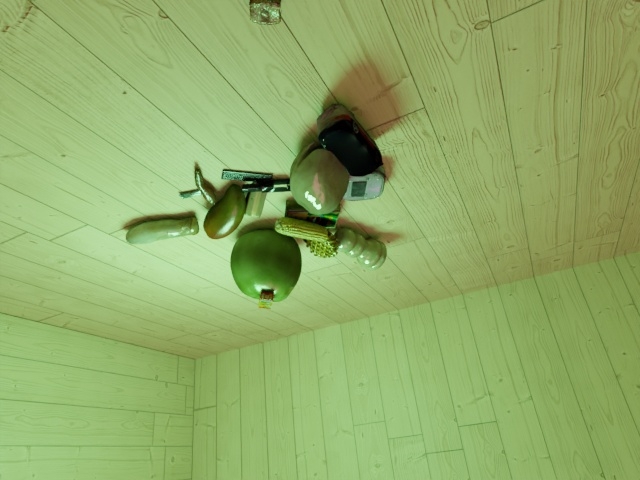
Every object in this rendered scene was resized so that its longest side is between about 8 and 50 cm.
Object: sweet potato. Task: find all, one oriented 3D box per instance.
[{"bbox_3d":[-0.464,-0.217,1.772,0.050,0.050,0.214,-9,146,5],"label":"sweet potato"}]

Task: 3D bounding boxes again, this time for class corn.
[{"bbox_3d":[-0.081,-0.049,1.992,0.249,0.081,0.081,11,147,-26],"label":"corn"}]

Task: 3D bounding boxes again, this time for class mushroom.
[{"bbox_3d":[-0.710,-0.041,2.007,0.352,0.094,0.123,-8,170,6],"label":"mushroom"}]

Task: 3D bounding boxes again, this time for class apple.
[{"bbox_3d":[-0.260,0.118,2.167,0.358,0.356,0.357,-5,152,-3],"label":"apple"}]

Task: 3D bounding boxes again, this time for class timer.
[{"bbox_3d":[0.171,-0.236,1.852,0.191,0.068,0.208,-4,154,1],"label":"timer"}]

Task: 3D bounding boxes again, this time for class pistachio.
[{"bbox_3d":[-0.005,-0.230,1.683,0.226,0.207,0.331,-14,140,-1],"label":"pistachio"}]

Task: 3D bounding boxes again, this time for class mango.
[{"bbox_3d":[-0.396,-0.109,1.884,0.129,0.145,0.289,9,148,-36],"label":"mango"}]

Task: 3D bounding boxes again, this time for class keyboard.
[{"bbox_3d":[-0.291,-0.253,1.780,0.198,0.010,0.063,3,153,-17],"label":"keyboard"}]

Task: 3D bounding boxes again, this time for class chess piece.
[{"bbox_3d":[0.185,0.034,2.281,0.300,0.166,0.167,24,140,-37],"label":"chess piece"}]

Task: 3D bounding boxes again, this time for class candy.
[{"bbox_3d":[-0.252,0.278,2.070,0.062,0.037,0.122,8,151,-8],"label":"candy"}]

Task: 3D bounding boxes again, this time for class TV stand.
[{"bbox_3d":[-0.192,-0.220,1.811,0.250,0.042,0.036,-4,160,-12],"label":"TV stand"}]

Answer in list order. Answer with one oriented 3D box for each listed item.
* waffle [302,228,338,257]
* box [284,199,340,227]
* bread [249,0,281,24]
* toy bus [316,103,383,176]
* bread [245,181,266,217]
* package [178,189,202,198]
[{"bbox_3d":[0.000,0.000,2.180,0.197,0.070,0.193,52,144,-7],"label":"waffle"},{"bbox_3d":[-0.040,-0.118,2.026,0.241,0.071,0.159,-2,150,-8],"label":"box"},{"bbox_3d":[-0.138,-0.582,1.122,0.084,0.070,0.076,0,151,-7],"label":"bread"},{"bbox_3d":[0.099,-0.341,1.547,0.128,0.147,0.303,-25,145,23],"label":"toy bus"},{"bbox_3d":[-0.265,-0.169,1.865,0.074,0.084,0.139,8,149,-23],"label":"bread"},{"bbox_3d":[-0.525,-0.192,1.838,0.111,0.015,0.037,-12,147,7],"label":"package"}]
